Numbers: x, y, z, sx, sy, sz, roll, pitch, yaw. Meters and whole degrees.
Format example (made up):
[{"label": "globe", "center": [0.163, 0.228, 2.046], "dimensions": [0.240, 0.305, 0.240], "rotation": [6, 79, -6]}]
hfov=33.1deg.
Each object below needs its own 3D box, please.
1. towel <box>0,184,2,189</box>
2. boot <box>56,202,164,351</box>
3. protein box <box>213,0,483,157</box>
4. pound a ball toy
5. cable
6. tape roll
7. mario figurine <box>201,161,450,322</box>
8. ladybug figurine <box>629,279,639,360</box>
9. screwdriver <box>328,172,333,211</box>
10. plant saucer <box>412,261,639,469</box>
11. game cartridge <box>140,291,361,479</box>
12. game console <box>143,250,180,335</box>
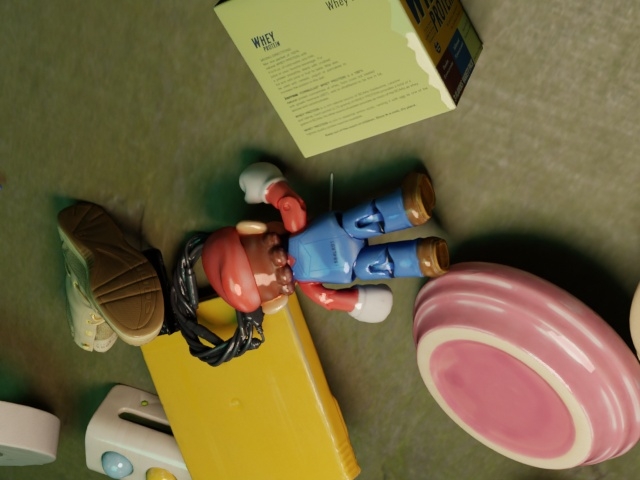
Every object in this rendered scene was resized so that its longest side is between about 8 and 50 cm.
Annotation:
[{"label": "towel", "center": [-0.618, -0.154, 1.575], "dimensions": [0.209, 0.034, 0.285], "rotation": [-21, 116, 35]}, {"label": "boot", "center": [-0.301, 0.098, 1.539], "dimensions": [0.262, 0.095, 0.203], "rotation": [48, 144, 34]}, {"label": "protein box", "center": [0.034, -0.230, 1.169], "dimensions": [0.200, 0.136, 0.201], "rotation": [-16, 120, 33]}, {"label": "pound a ball toy", "center": [-0.222, 0.393, 1.778], "dimensions": [0.319, 0.136, 0.208], "rotation": [17, 131, 10]}, {"label": "cable", "center": [-0.148, 0.080, 1.509], "dimensions": [0.150, 0.047, 0.184], "rotation": [-28, 77, 35]}, {"label": "tape roll", "center": [-0.630, 0.317, 1.796], "dimensions": [0.392, 0.072, 0.392], "rotation": [2, 162, 1]}, {"label": "mario figurine", "center": [0.000, 0.000, 1.384], "dimensions": [0.320, 0.198, 0.170], "rotation": [-10, 155, 19]}, {"label": "ladybug figurine", "center": [0.540, 0.035, 1.151], "dimensions": [0.449, 0.162, 0.305], "rotation": [-25, 113, 36]}, {"label": "screwdriver", "center": [0.013, -0.015, 1.429], "dimensions": [0.025, 0.024, 0.170], "rotation": [37, 137, 32]}, {"label": "plant saucer", "center": [0.249, 0.176, 1.370], "dimensions": [0.332, 0.084, 0.332], "rotation": [29, 147, 21]}, {"label": "game cartridge", "center": [-0.110, 0.232, 1.582], "dimensions": [0.285, 0.053, 0.323], "rotation": [-16, 98, 32]}, {"label": "game console", "center": [-0.250, 0.081, 1.550], "dimensions": [0.107, 0.071, 0.122], "rotation": [-15, 89, 32]}]
